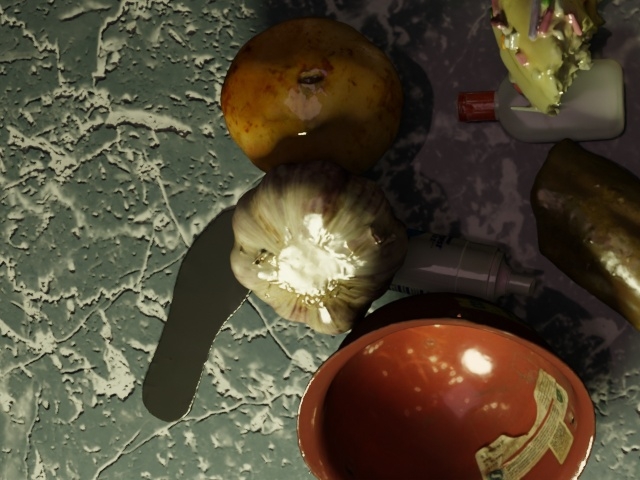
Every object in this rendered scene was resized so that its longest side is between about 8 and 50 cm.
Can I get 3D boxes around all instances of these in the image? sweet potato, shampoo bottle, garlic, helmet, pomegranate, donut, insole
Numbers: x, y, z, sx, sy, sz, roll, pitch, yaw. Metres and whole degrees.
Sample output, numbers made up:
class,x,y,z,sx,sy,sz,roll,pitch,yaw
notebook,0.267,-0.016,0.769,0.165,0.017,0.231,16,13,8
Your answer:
class,x,y,z,sx,sy,sz,roll,pitch,yaw
sweet potato,0.417,0.028,1.570,0.369,0.158,0.158,42,103,13
shampoo bottle,0.294,-0.185,1.643,0.220,0.051,0.108,-1,94,16
shampoo bottle,0.143,0.033,1.680,0.303,0.092,0.092,11,96,17
garlic,0.000,0.000,1.599,0.245,0.160,0.245,6,119,10
helmet,0.151,0.193,1.597,0.385,0.230,0.337,22,116,-13
pomegranate,-0.011,-0.183,1.653,0.248,0.248,0.248,1,93,17
donut,0.391,-0.338,1.536,0.371,0.150,0.307,-13,76,13
insole,-0.178,0.112,1.826,0.119,0.009,0.348,25,100,16
